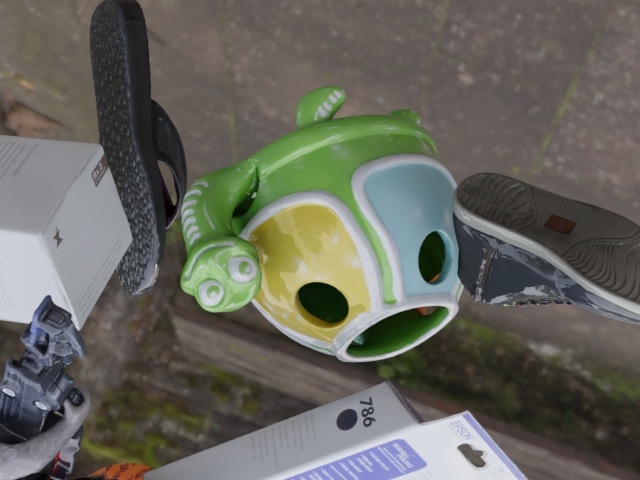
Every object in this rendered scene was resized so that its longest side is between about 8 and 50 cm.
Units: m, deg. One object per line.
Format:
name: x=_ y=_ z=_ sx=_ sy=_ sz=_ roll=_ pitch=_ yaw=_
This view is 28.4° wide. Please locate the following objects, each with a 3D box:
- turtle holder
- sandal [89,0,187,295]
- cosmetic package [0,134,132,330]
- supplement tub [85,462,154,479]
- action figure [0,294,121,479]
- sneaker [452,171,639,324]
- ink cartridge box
turtle holder: x=0.018 y=-0.008 z=1.268 sx=0.243 sy=0.227 sz=0.320 roll=-31 pitch=156 yaw=14
sandal: x=-0.260 y=-0.140 z=1.900 sx=0.107 sy=0.445 sz=0.168 roll=-6 pitch=-175 yaw=-34
cosmetic package: x=-0.333 y=-0.013 z=1.396 sx=0.184 sy=0.151 sz=0.151 roll=7 pitch=136 yaw=18
supplement tub: x=-0.180 y=0.417 z=1.516 sx=0.207 sy=0.207 sz=0.338 roll=11 pitch=148 yaw=31
action figure: x=-0.262 y=0.224 z=1.167 sx=0.330 sy=0.178 sz=0.341 roll=28 pitch=137 yaw=14
sneaker: x=0.217 y=0.029 z=1.126 sx=0.222 sy=0.083 sz=0.118 roll=31 pitch=148 yaw=29
ink cartridge box: x=0.013 y=0.224 z=1.203 sx=0.333 sy=0.065 sz=0.165 roll=-21 pitch=139 yaw=16
